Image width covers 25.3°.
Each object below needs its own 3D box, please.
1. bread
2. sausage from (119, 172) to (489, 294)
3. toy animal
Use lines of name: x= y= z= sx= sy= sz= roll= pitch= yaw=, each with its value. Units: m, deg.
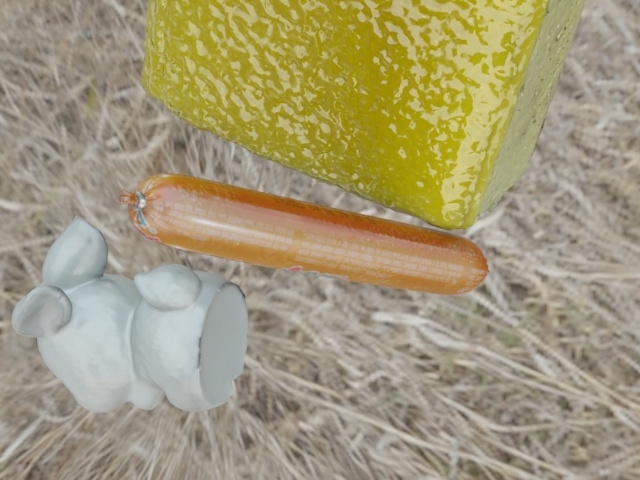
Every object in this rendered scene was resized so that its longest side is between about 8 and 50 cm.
bread: x=0.034 y=-0.204 z=1.090 sx=0.324 sy=0.333 sz=0.143 roll=25 pitch=40 yaw=13
sausage: x=0.000 y=0.000 z=1.061 sx=0.348 sy=0.053 sz=0.053 roll=11 pitch=85 yaw=-38
toy animal: x=-0.169 y=0.076 z=1.293 sx=0.193 sy=0.178 sz=0.127 roll=13 pitch=54 yaw=12
